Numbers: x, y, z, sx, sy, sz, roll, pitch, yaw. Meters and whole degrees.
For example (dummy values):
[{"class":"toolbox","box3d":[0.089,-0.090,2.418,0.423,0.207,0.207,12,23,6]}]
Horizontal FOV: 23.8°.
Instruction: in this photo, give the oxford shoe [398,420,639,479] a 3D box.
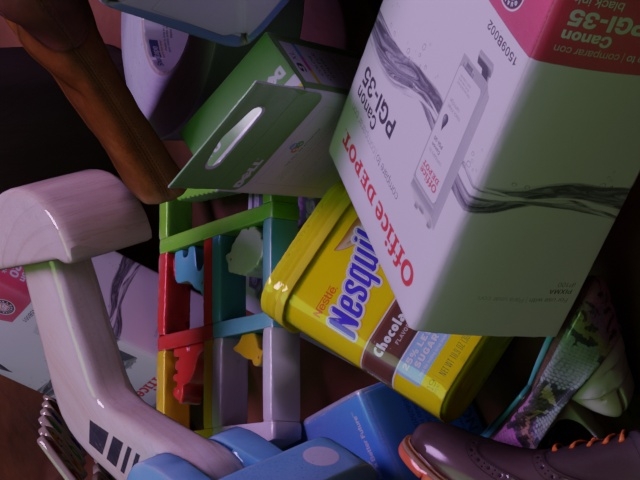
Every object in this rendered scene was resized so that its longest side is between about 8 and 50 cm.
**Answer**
[{"class":"oxford shoe","box3d":[0.188,0.167,1.057,0.271,0.097,0.098,19,100,16]}]

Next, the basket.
[{"class":"basket","box3d":[-0.285,-0.104,1.410,0.154,0.227,0.204,56,136,19]}]

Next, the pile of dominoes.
[{"class":"pile of dominoes","box3d":[-0.188,0.222,1.436,0.196,0.040,0.251,50,178,-11]}]

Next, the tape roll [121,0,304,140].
[{"class":"tape roll","box3d":[-0.092,-0.189,1.231,0.219,0.072,0.219,-7,82,63]}]

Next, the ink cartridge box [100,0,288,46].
[{"class":"ink cartridge box","box3d":[-0.099,-0.375,1.079,0.270,0.151,0.395,-45,58,23]}]

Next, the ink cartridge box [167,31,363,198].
[{"class":"ink cartridge box","box3d":[-0.030,-0.091,1.127,0.109,0.209,0.062,-46,65,25]}]

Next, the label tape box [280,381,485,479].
[{"class":"label tape box","box3d":[0.026,0.277,1.287,0.347,0.115,0.249,-36,75,51]}]

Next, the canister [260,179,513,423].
[{"class":"canister","box3d":[0.058,0.046,1.151,0.170,0.073,0.126,31,83,24]}]

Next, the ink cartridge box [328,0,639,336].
[{"class":"ink cartridge box","box3d":[0.121,-0.103,0.990,0.207,0.117,0.283,-113,34,-46]}]

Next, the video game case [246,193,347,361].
[{"class":"video game case","box3d":[0.000,0.000,1.286,0.173,0.022,0.190,24,120,41]}]

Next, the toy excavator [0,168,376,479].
[{"class":"toy excavator","box3d":[-0.104,0.205,1.141,0.445,0.222,0.433,25,122,40]}]

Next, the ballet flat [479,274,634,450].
[{"class":"ballet flat","box3d":[0.178,0.114,1.099,0.079,0.077,0.221,35,134,12]}]

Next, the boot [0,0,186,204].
[{"class":"boot","box3d":[-0.203,-0.188,1.127,0.264,0.096,0.280,46,172,44]}]

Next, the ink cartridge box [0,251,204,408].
[{"class":"ink cartridge box","box3d":[-0.230,0.077,1.421,0.158,0.218,0.092,-40,31,48]}]

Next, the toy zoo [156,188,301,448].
[{"class":"toy zoo","box3d":[-0.081,0.074,1.290,0.192,0.030,0.293,-15,72,54]}]
